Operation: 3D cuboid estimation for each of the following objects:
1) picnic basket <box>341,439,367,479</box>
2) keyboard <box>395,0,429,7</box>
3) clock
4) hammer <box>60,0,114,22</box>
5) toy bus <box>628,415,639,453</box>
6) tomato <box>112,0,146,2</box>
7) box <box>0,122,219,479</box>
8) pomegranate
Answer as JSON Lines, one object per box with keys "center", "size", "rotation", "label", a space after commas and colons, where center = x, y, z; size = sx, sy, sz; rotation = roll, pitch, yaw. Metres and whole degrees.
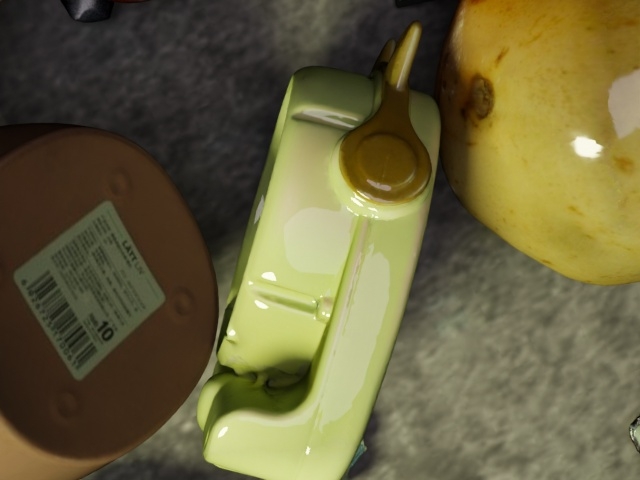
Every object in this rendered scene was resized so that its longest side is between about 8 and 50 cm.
{"center": [-0.001, 0.198, 1.071], "size": [0.083, 0.065, 0.083], "rotation": [-39, 109, -22], "label": "picnic basket"}
{"center": [0.070, -0.394, 1.009], "size": [0.103, 0.041, 0.381], "rotation": [-7, 104, 21], "label": "keyboard"}
{"center": [0.000, 0.000, 0.936], "size": [0.117, 0.286, 0.349], "rotation": [15, 92, -5], "label": "clock"}
{"center": [-0.156, -0.320, 1.007], "size": [0.137, 0.037, 0.290], "rotation": [15, 94, -5], "label": "hammer"}
{"center": [0.383, 0.164, 1.078], "size": [0.193, 0.089, 0.087], "rotation": [-29, 98, 5], "label": "toy bus"}
{"center": [-0.153, -0.272, 0.947], "size": [0.139, 0.091, 0.159], "rotation": [-11, 94, -3], "label": "tomato"}
{"center": [-0.233, 0.053, 0.882], "size": [0.216, 0.301, 0.301], "rotation": [-12, 100, 41], "label": "box"}
{"center": [0.248, -0.116, 0.943], "size": [0.319, 0.319, 0.319], "rotation": [-1, 97, -5], "label": "pomegranate"}
